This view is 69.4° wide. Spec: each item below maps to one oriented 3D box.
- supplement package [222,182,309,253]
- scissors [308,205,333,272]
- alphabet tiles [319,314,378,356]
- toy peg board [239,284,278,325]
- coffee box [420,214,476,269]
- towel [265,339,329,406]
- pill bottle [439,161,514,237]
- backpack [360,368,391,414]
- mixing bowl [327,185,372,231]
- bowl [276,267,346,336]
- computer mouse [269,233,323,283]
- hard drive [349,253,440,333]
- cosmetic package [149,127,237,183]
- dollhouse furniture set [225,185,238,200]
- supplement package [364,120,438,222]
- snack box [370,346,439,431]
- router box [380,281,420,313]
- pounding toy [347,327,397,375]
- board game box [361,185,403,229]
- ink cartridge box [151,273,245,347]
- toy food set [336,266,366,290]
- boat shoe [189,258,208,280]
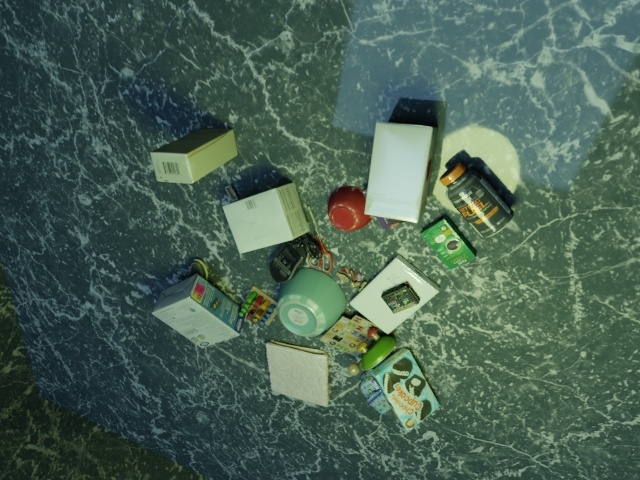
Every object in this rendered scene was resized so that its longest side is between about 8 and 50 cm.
[{"bbox_3d":[-0.211,-0.087,1.803,0.262,0.145,0.203,-15,98,29],"label":"supplement package"},{"bbox_3d":[0.000,0.000,1.865,0.109,0.021,0.296,12,121,20],"label":"scissors"},{"bbox_3d":[0.139,0.412,2.012,0.198,0.009,0.237,27,128,-15],"label":"alphabet tiles"},{"bbox_3d":[-0.289,0.321,2.140,0.161,0.079,0.161,35,127,2],"label":"toy peg board"},{"bbox_3d":[0.458,0.009,1.654,0.184,0.040,0.113,48,126,-7],"label":"coffee box"},{"bbox_3d":[-0.108,0.649,2.269,0.317,0.053,0.331,9,121,20],"label":"towel"},{"bbox_3d":[0.497,-0.137,1.497,0.245,0.130,0.130,46,126,-6],"label":"pill bottle"},{"bbox_3d":[0.258,0.672,2.084,0.173,0.117,0.158,42,126,-1],"label":"backpack"},{"bbox_3d":[0.098,-0.103,1.711,0.182,0.098,0.181,10,121,18],"label":"mixing bowl"},{"bbox_3d":[-0.062,0.290,1.972,0.312,0.163,0.311,11,123,17],"label":"bowl"},{"bbox_3d":[-0.109,0.071,1.918,0.188,0.072,0.272,48,120,12],"label":"computer mouse"},{"bbox_3d":[0.291,0.221,1.851,0.210,0.040,0.318,39,126,-2],"label":"hard drive"},{"bbox_3d":[-0.455,-0.318,1.698,0.161,0.309,0.113,6,121,19],"label":"cosmetic package"},{"bbox_3d":[-0.382,-0.158,1.898,0.091,0.081,0.114,-14,112,30],"label":"dollhouse furniture set"},{"bbox_3d":[0.260,-0.224,1.479,0.176,0.177,0.292,11,107,18],"label":"supplement package"},{"bbox_3d":[0.365,0.640,1.982,0.321,0.187,0.060,60,166,-16],"label":"snack box"},{"bbox_3d":[0.311,0.223,1.793,0.123,0.038,0.092,-29,103,34],"label":"router box"},{"bbox_3d":[0.202,0.454,1.950,0.110,0.183,0.237,49,129,4],"label":"pounding toy"},{"bbox_3d":[0.250,-0.138,1.654,0.141,0.048,0.170,-22,108,31],"label":"board game box"},{"bbox_3d":[-0.545,0.358,2.179,0.270,0.151,0.395,-23,126,29],"label":"ink cartridge box"},{"bbox_3d":[0.130,0.150,1.895,0.122,0.019,0.077,39,126,8],"label":"toy food set"},{"bbox_3d":[-0.585,0.192,2.196,0.080,0.073,0.223,15,126,12],"label":"boat shoe"}]
